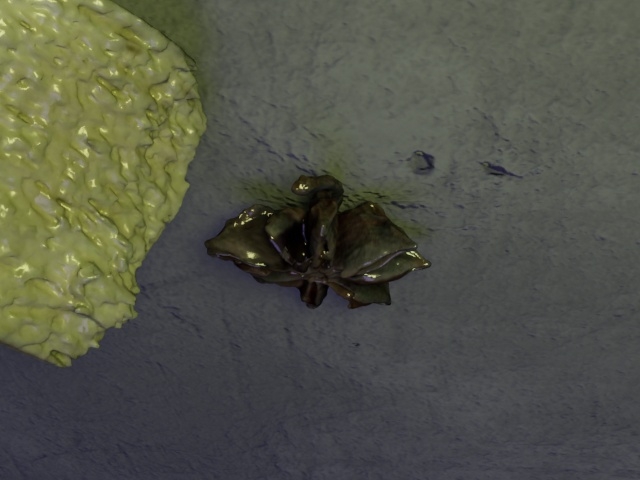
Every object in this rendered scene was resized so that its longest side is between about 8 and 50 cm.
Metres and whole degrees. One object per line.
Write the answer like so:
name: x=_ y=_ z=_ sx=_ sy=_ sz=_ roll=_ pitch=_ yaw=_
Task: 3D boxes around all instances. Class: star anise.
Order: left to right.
star anise: x=0.000 y=-0.001 z=1.049 sx=0.209 sy=0.089 sz=0.231 roll=10 pitch=150 yaw=-18

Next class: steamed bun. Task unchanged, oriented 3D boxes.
steamed bun: x=-0.234 y=-0.085 z=0.906 sx=0.272 sy=0.273 sz=0.290 roll=-43 pitch=133 yaw=-4
